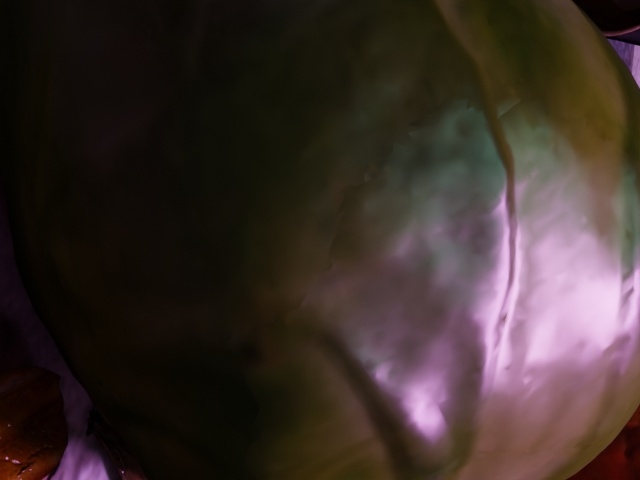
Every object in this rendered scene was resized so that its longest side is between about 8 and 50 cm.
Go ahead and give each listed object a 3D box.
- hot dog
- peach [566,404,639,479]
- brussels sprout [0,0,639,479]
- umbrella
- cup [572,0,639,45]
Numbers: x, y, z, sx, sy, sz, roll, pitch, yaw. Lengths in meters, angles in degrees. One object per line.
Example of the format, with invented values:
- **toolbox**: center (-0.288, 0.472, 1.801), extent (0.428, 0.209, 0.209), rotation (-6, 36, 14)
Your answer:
- **hot dog**: center (-0.161, 0.099, 0.715), extent (0.144, 0.038, 0.062), rotation (-35, 131, -55)
- **peach**: center (0.248, 0.237, 1.333), extent (0.372, 0.289, 0.373), rotation (3, 90, -65)
- **brussels sprout**: center (0.000, 0.000, 0.756), extent (0.276, 0.315, 0.371), rotation (-38, 141, -25)
- **umbrella**: center (-0.102, 0.113, 0.868), extent (0.031, 0.020, 0.083), rotation (-49, 144, -16)
- **cup**: center (0.275, -0.207, 1.408), extent (0.177, 0.166, 0.239), rotation (-12, 107, -60)
